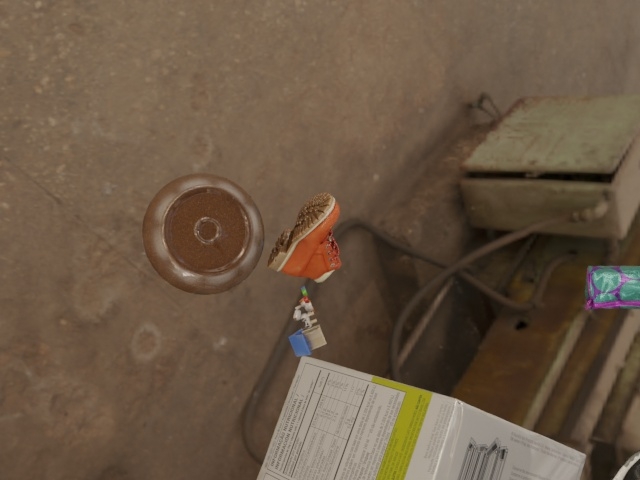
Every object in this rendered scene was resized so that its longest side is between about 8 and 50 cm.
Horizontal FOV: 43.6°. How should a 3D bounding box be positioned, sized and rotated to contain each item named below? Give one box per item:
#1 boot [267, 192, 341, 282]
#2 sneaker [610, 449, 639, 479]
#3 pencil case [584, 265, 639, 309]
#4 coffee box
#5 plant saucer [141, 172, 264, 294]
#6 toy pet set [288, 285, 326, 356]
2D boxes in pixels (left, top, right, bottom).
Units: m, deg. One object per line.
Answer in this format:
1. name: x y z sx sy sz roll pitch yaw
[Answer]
1. boot: 0.000 0.000 1.029 0.085 0.158 0.059 26 51 -12
2. sneaker: 0.551 0.484 1.395 0.283 0.124 0.107 -33 129 -30
3. pencil case: 0.452 0.071 1.128 0.064 0.152 0.070 74 24 -49
4. coffee box: 0.128 0.403 1.196 0.338 0.334 0.338 29 75 -37
5. plant saucer: -0.181 -0.013 1.270 0.199 0.036 0.198 3 81 -17
6. toy pet set: -0.038 0.160 1.551 0.122 0.065 0.114 -116 -176 -85
